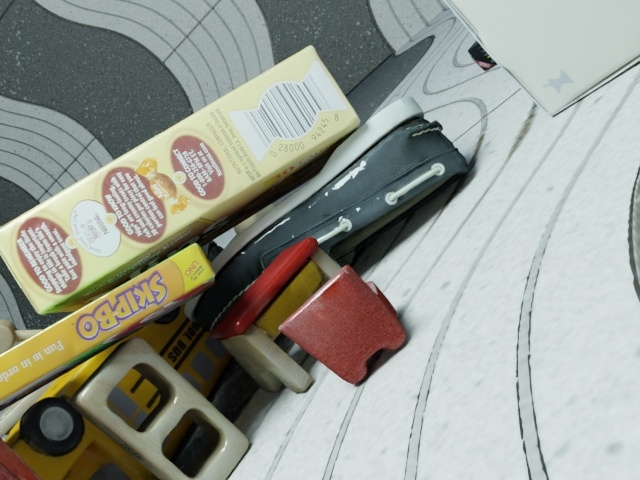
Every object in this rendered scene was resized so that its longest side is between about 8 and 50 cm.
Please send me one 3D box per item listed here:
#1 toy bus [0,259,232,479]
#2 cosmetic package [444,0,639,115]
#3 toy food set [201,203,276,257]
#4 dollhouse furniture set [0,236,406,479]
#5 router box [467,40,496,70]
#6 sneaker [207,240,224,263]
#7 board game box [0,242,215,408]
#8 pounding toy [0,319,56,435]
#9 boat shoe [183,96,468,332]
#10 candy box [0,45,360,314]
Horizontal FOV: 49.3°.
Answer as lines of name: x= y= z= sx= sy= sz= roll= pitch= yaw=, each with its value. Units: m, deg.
toy bus: x=-0.190 y=0.146 z=0.687 sx=0.108 sy=0.130 sz=0.332 roll=-35 pitch=14 yaw=32
cosmetic package: x=0.237 y=-0.262 z=0.631 sx=0.129 sy=0.153 sz=0.296 roll=-34 pitch=16 yaw=44
toy food set: x=-0.144 y=-0.019 z=0.864 sx=0.104 sy=0.233 sz=0.111 roll=159 pitch=117 yaw=-66
dollhouse furniture set: x=-0.101 y=0.113 z=0.439 sx=0.374 sy=0.152 sz=0.201 roll=-50 pitch=13 yaw=-27
router box: x=0.259 y=-0.282 z=0.902 sx=0.092 sy=0.038 sz=0.122 roll=-51 pitch=14 yaw=-29
sneaker: x=-0.182 y=0.075 z=0.998 sx=0.106 sy=0.101 sz=0.267 roll=-44 pitch=11 yaw=14
board game box: x=-0.198 y=0.084 z=0.522 sx=0.260 sy=0.039 sz=0.124 roll=-28 pitch=-2 yaw=-11
pounding toy: x=-0.287 y=0.171 z=0.744 sx=0.181 sy=0.206 sz=0.094 roll=-44 pitch=12 yaw=-3
boat shoe: x=0.000 y=0.000 z=0.650 sx=0.302 sy=0.091 sz=0.114 roll=-43 pitch=-12 yaw=16
candy box: x=-0.123 y=-0.047 z=0.671 sx=0.317 sy=0.087 sz=0.183 roll=-31 pitch=-3 yaw=-5
